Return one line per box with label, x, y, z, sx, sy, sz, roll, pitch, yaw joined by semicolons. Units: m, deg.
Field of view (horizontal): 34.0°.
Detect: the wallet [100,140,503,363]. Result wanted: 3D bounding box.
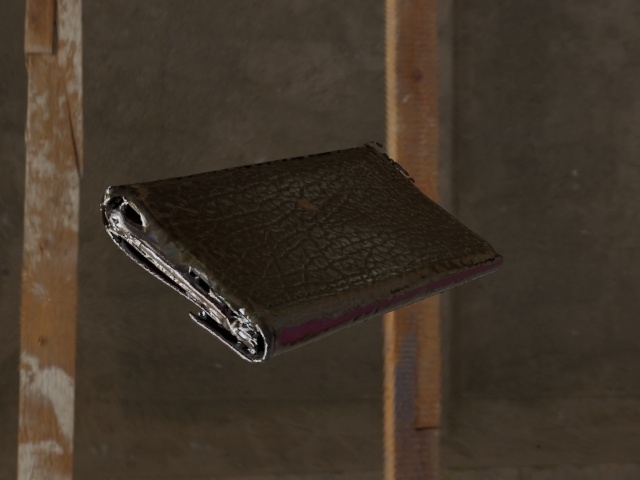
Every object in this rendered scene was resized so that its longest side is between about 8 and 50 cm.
wallet;0.000;0.000;0.619;0.133;0.039;0.243;40;-148;24
